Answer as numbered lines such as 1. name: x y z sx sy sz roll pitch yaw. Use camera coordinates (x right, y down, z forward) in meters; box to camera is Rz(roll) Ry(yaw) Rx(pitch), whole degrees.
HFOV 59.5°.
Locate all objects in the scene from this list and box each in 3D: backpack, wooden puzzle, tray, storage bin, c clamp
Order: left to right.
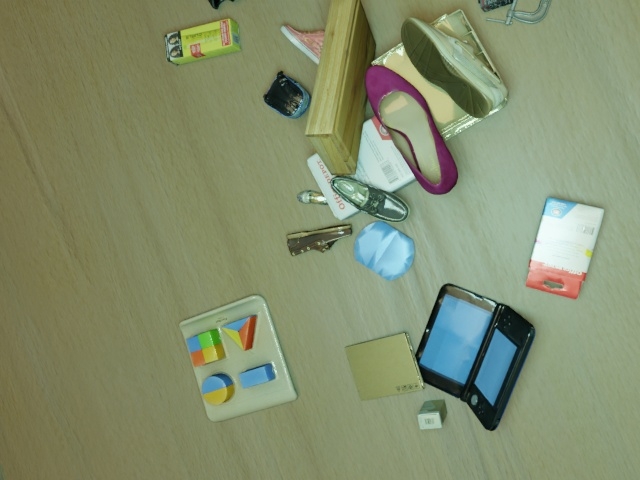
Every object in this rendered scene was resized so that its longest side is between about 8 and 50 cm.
1. wooden puzzle: -0.271 0.377 1.739 0.322 0.080 0.347 -21 87 19
2. backpack: -0.088 -0.409 1.613 0.114 0.084 0.105 40 106 18
3. tray: 0.062 -0.393 1.414 0.076 0.203 0.410 1 69 20
4. storage bin: 0.309 -0.408 1.454 0.261 0.123 0.262 -29 84 18
5. c clamp: 0.515 -0.618 1.417 0.137 0.022 0.160 25 102 16

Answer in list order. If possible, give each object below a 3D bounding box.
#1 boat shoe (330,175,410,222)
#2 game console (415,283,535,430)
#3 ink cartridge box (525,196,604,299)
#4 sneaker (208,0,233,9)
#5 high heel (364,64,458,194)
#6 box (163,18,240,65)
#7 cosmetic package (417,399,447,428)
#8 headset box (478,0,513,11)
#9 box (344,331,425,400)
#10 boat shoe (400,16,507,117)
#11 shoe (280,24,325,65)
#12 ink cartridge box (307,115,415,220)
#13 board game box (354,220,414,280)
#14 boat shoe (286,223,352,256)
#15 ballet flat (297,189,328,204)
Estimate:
1. boat shoe: 0.122 -0.105 1.448 0.224 0.073 0.080 28 105 12
2. game console: 0.385 0.296 1.459 0.174 0.250 0.292 16 100 -9
3. ink cartridge box: 0.605 0.018 1.403 0.134 0.078 0.230 15 99 18
4. sneaker: -0.240 -0.765 1.647 0.233 0.081 0.090 -17 91 27
5. high heel: 0.211 -0.277 1.336 0.127 0.181 0.377 -38 82 18
6. box: -0.361 -0.603 1.709 0.233 0.058 0.087 -4 92 19
7. cosmetic package: 0.305 0.471 1.523 0.060 0.115 0.041 -12 89 19
8. headset box: 0.443 -0.625 1.426 0.083 0.032 0.062 -5 86 34
9. box: 0.179 0.359 1.591 0.201 0.021 0.164 -20 84 30
10. boat shoe: 0.317 -0.426 1.340 0.098 0.109 0.302 -38 78 -22
11. shoe: -0.027 -0.572 1.594 0.178 0.063 0.081 43 105 6
12. ink cartridge box: 0.131 -0.204 1.535 0.273 0.114 0.196 -29 85 18
13. board game box: 0.182 0.027 1.580 0.169 0.033 0.133 32 99 9
14. boat shoe: 0.000 0.000 1.622 0.207 0.073 0.073 -11 92 27
15. ballet flat: -0.020 -0.125 1.634 0.115 0.041 0.041 6 96 19
